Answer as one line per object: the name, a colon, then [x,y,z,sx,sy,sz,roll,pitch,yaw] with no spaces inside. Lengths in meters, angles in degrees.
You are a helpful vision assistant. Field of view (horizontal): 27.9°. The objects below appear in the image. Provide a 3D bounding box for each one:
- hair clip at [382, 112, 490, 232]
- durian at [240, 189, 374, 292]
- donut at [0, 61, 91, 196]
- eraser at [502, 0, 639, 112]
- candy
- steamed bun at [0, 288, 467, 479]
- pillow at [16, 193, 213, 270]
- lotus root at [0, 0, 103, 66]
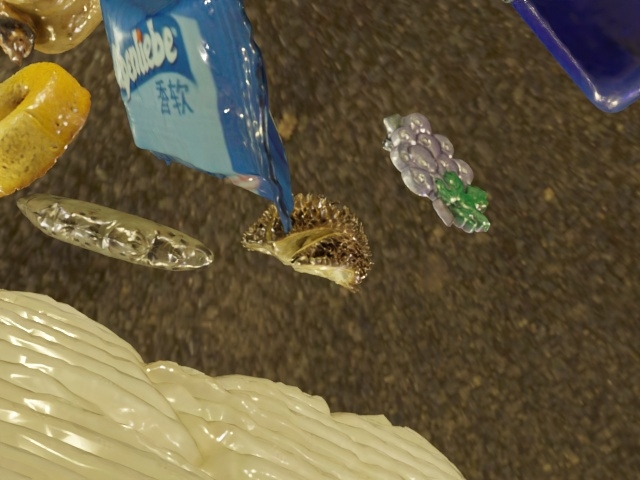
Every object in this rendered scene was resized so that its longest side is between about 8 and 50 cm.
hair clip: [0.140,-0.081,1.632,0.195,0.124,0.052,51,134,16]
durian: [0.002,-0.001,1.075,0.140,0.110,0.071,31,83,-48]
donut: [-0.296,-0.114,1.265,0.152,0.152,0.058,-34,123,5]
eraser: [0.129,-0.245,0.872,0.101,0.155,0.332,-38,97,24]
candy: [-0.107,-0.120,1.007,0.077,0.331,0.187,-23,109,-22]
steamed bun: [-0.065,0.190,0.468,0.342,0.368,0.255,27,101,-15]
pillow: [-0.238,-0.010,1.419,0.241,0.093,0.051,18,95,14]
lotus root: [-0.283,-0.301,1.436,0.257,0.140,0.154,-44,151,-22]
